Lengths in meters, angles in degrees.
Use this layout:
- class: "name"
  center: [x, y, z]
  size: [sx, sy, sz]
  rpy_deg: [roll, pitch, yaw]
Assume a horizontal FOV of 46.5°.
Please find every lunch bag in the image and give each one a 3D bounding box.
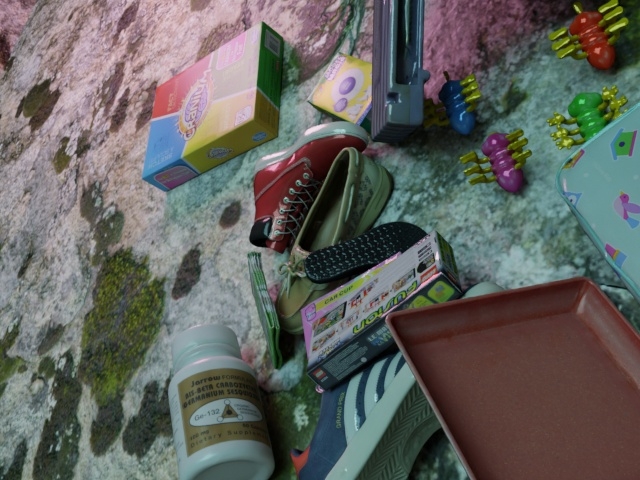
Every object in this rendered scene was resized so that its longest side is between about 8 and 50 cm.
- class: "lunch bag"
  center: [0.389, -0.027, 0.728]
  size: [0.224, 0.108, 0.279]
  rpy_deg: [-39, 46, 17]

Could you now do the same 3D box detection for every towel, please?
- class: "towel"
  center: [-0.080, 0.103, 1.122]
  size: [0.023, 0.113, 0.152]
  rpy_deg: [-13, 50, -10]

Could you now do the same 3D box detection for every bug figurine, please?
- class: "bug figurine"
  center: [0.271, -0.175, 0.953]
  size: [0.279, 0.072, 0.216]
  rpy_deg: [-23, 59, 28]

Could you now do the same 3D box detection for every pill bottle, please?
- class: "pill bottle"
  center: [-0.151, 0.240, 1.074]
  size: [0.131, 0.131, 0.229]
  rpy_deg: [-39, 46, 21]

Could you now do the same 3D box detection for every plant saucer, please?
- class: "plant saucer"
  center: [0.223, 0.156, 0.725]
  size: [0.259, 0.258, 0.047]
  rpy_deg: [-118, 26, -44]

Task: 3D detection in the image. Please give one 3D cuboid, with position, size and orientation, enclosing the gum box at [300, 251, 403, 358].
- class: "gum box"
  center: [0.060, 0.111, 0.997]
  size: [0.188, 0.062, 0.107]
  rpy_deg: [-32, 48, 26]

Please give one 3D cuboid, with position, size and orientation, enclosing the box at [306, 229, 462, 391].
- class: "box"
  center: [0.072, 0.083, 0.892]
  size: [0.207, 0.036, 0.114]
  rpy_deg: [-39, 18, 20]

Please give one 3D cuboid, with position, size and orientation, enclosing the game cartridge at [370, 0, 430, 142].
- class: "game cartridge"
  center: [0.110, -0.323, 1.030]
  size: [0.068, 0.230, 0.355]
  rpy_deg: [1, 92, 2]

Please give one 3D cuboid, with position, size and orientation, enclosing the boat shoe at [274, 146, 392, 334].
- class: "boat shoe"
  center: [0.000, 0.000, 1.097]
  size: [0.104, 0.089, 0.285]
  rpy_deg: [21, 84, 47]

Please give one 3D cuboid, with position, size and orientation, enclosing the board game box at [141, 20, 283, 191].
- class: "board game box"
  center: [-0.214, -0.258, 1.469]
  size: [0.316, 0.064, 0.242]
  rpy_deg: [-21, 54, 34]

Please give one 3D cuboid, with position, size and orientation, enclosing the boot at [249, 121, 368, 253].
- class: "boot"
  center: [-0.021, -0.073, 1.167]
  size: [0.244, 0.088, 0.176]
  rpy_deg: [-24, 53, 43]

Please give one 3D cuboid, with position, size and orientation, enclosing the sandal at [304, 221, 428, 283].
- class: "sandal"
  center: [0.066, 0.021, 1.028]
  size: [0.179, 0.040, 0.067]
  rpy_deg: [-15, 57, 5]

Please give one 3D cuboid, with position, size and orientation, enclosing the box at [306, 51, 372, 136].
- class: "box"
  center: [0.050, -0.247, 1.228]
  size: [0.105, 0.043, 0.179]
  rpy_deg: [-57, 40, 2]

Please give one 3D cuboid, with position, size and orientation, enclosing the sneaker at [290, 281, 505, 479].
- class: "sneaker"
  center: [0.082, 0.174, 0.893]
  size: [0.350, 0.131, 0.148]
  rpy_deg: [-52, 40, 5]
